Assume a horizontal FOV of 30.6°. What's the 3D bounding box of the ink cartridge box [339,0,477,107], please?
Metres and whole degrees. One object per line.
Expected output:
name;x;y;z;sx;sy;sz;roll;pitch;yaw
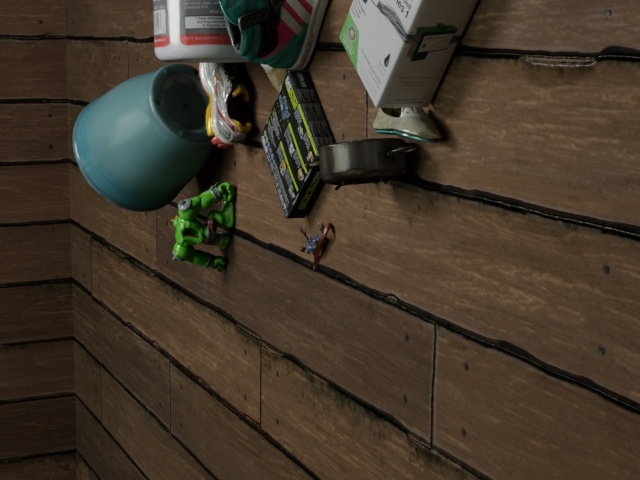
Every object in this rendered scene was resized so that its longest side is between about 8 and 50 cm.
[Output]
ink cartridge box;0.121;-0.315;1.602;0.219;0.092;0.160;112;144;-44

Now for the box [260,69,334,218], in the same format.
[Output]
box;-0.041;-0.166;2.031;0.184;0.045;0.191;-59;41;47

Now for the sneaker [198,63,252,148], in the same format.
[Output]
sneaker;-0.172;-0.296;2.268;0.092;0.088;0.225;-20;75;43

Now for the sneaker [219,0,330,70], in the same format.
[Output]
sneaker;-0.085;-0.416;1.924;0.124;0.178;0.296;57;142;45

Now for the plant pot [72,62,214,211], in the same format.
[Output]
plant pot;-0.332;-0.230;2.419;0.255;0.271;0.272;-29;66;46

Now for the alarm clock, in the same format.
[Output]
alarm clock;0.073;-0.115;1.696;0.192;0.129;0.064;-14;81;56

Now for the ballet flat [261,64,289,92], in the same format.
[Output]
ballet flat;-0.089;-0.365;2.072;0.073;0.067;0.206;25;117;61

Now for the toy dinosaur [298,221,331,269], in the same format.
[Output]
toy dinosaur;0.000;0.000;1.998;0.082;0.047;0.090;-10;118;56

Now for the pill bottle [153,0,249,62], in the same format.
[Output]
pill bottle;-0.202;-0.509;2.126;0.210;0.210;0.363;-166;75;-64

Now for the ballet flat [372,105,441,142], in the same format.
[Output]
ballet flat;0.121;-0.173;1.671;0.168;0.057;0.052;21;103;62

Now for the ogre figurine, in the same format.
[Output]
ogre figurine;-0.241;-0.025;2.390;0.197;0.118;0.097;114;143;-44
